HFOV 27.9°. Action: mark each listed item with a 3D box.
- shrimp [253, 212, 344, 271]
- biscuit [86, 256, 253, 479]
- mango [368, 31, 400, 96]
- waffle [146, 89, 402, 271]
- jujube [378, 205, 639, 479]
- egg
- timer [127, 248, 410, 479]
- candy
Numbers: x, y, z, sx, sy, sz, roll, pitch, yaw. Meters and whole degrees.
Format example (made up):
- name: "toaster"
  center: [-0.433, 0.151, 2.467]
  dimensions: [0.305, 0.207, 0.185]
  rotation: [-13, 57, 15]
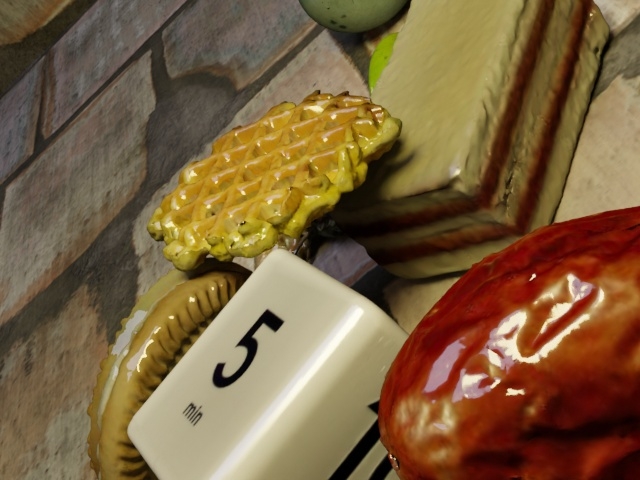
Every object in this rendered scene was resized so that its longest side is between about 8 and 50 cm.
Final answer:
- name: "shrimp"
  center: [0.002, 0.001, 1.371]
  dimensions: [0.251, 0.052, 0.143]
  rotation: [-18, 48, 59]
- name: "biscuit"
  center: [-0.110, 0.137, 1.140]
  dimensions: [0.079, 0.259, 0.259]
  rotation: [16, 63, 31]
- name: "mango"
  center: [0.087, -0.196, 1.505]
  dimensions: [0.073, 0.056, 0.108]
  rotation: [-22, 47, 49]
- name: "waffle"
  center: [-0.041, -0.052, 1.130]
  dimensions: [0.243, 0.059, 0.238]
  rotation: [-39, 25, -17]
- name: "jujube"
  center: [0.176, 0.078, 0.819]
  dimensions: [0.290, 0.197, 0.197]
  rotation: [-31, 26, 1]
- name: "egg"
  center: [0.047, -0.367, 1.677]
  dimensions: [0.169, 0.169, 0.236]
  rotation: [-32, 29, 30]
- name: "timer"
  center: [0.000, 0.149, 0.978]
  dimensions: [0.195, 0.192, 0.194]
  rotation: [-50, 25, -5]
- name: "candy"
  center: [0.144, -0.120, 1.213]
  dimensions: [0.179, 0.135, 0.321]
  rotation: [-19, 39, 45]
